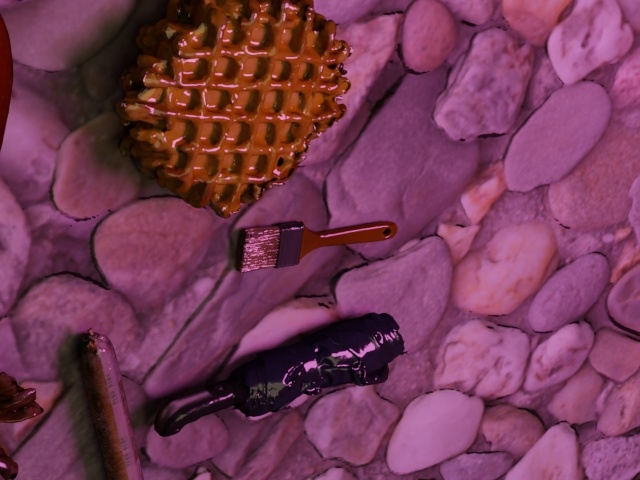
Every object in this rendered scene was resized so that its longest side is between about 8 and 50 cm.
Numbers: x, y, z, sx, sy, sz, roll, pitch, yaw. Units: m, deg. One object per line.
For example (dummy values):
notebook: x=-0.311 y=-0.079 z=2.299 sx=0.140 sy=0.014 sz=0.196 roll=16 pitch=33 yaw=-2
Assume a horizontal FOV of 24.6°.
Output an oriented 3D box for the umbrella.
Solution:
umbrella: x=-0.032 y=0.125 z=1.328 sx=0.248 sy=0.071 sz=0.070 roll=-16 pitch=123 yaw=-28

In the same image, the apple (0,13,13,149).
apple: x=-0.309 y=-0.100 z=0.898 sx=0.230 sy=0.230 sz=0.229 roll=-16 pitch=123 yaw=-27

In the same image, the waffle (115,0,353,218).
waffle: x=-0.068 y=-0.116 z=1.168 sx=0.193 sy=0.070 sz=0.197 roll=-50 pitch=134 yaw=-1

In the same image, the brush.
brush: x=0.000 y=0.000 z=1.314 sx=0.170 sy=0.014 sz=0.043 roll=-8 pitch=121 yaw=-32

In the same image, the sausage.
sausage: x=-0.176 y=0.184 z=1.284 sx=0.033 sy=0.033 sz=0.269 roll=-22 pitch=126 yaw=-23

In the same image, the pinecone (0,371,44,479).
pinecone: x=-0.310 y=0.155 z=1.099 sx=0.195 sy=0.150 sz=0.179 roll=-46 pitch=138 yaw=0
